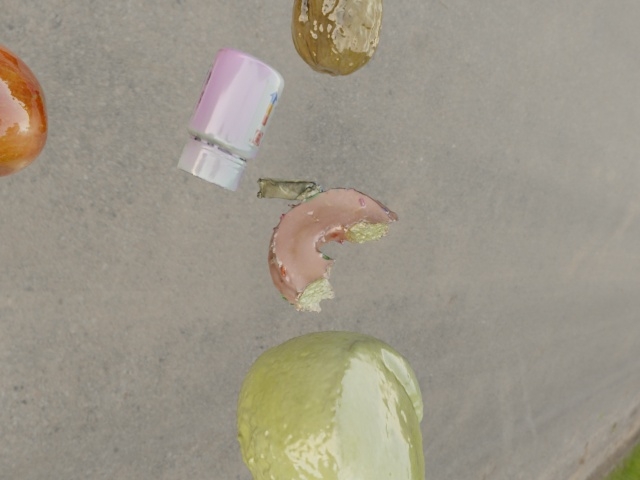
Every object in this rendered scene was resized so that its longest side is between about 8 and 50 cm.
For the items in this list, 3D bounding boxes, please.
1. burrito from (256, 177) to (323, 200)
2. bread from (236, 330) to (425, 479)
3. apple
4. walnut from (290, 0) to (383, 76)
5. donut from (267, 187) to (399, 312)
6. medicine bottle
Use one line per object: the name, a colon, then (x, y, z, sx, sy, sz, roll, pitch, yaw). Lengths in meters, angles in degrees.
burrito: (-0.073, -0.115, 0.972, 0.042, 0.171, 0.051, -41, 130, -46)
bread: (0.023, 0.288, 0.659, 0.320, 0.237, 0.320, 40, 35, -36)
apple: (-0.385, -0.147, 0.463, 0.139, 0.163, 0.163, -11, 115, -66)
walnut: (0.030, -0.371, 0.718, 0.155, 0.155, 0.184, 2, 103, -40)
donut: (0.000, 0.000, 0.517, 0.166, 0.117, 0.065, -38, 153, -17)
medicine bottle: (-0.184, -0.239, 0.877, 0.152, 0.152, 0.254, 20, 96, -43)
